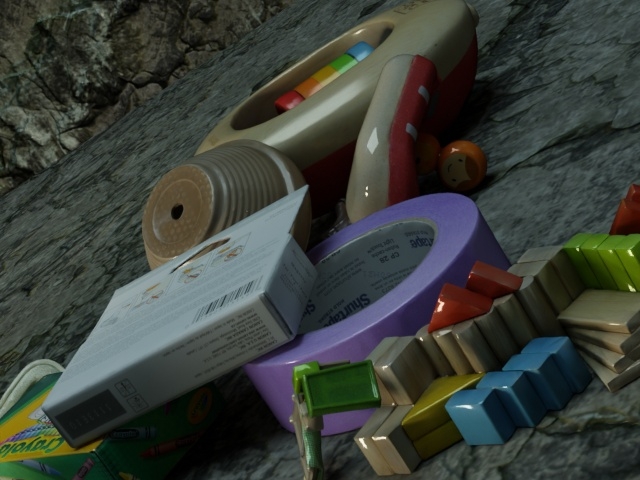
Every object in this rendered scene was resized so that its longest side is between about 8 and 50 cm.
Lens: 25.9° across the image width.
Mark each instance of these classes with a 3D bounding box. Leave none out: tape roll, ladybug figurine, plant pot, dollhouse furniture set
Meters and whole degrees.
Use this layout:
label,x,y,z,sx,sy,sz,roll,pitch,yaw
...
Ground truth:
label,x,y,z,sx,sy,sz,roll,pitch,yaw
tape roll,0.051,0.067,1.354,0.274,0.090,0.275,-29,18,10
ladybug figurine,0.038,-0.165,1.864,0.449,0.162,0.305,-34,19,-4
plant pot,-0.134,-0.019,1.658,0.237,0.109,0.237,-17,62,36
dollhouse furniture set,0.011,0.147,1.164,0.058,0.076,0.152,-9,-29,-9

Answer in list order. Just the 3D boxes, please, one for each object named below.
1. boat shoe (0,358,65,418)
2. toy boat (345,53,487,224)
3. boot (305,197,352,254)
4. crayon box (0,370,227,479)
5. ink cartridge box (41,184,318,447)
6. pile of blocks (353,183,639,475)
label,x,y,z,sx,sy,sz,roll,pitch,yaw
boat shoe,-0.383,0.248,1.663,0.233,0.084,0.079,-47,-16,-20
toy boat,0.119,-0.097,1.617,0.151,0.151,0.231,100,-173,-54
boot,0.000,0.000,1.711,0.114,0.037,0.106,-39,16,-5
crayon box,-0.251,0.211,1.492,0.278,0.081,0.165,-14,25,44
ink cartridge box,-0.127,0.073,1.402,0.275,0.060,0.239,-28,17,22
pile of blocks,0.176,0.061,1.126,0.362,0.113,0.149,-33,18,0
